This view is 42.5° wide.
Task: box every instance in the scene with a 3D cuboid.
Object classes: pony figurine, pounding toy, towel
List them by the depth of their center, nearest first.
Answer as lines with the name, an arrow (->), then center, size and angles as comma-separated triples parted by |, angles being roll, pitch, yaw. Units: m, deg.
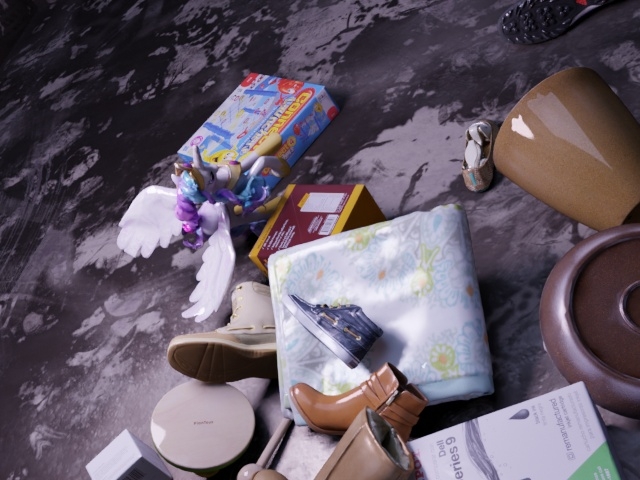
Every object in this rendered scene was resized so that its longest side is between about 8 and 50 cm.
towel -> 0.089, 0.131, 1.390 | 0.375, 0.090, 0.320 | -15, 72, 24
pounding toy -> -0.183, 0.361, 1.470 | 0.237, 0.110, 0.183 | 18, 46, 12
pony figurine -> -0.222, -0.058, 1.707 | 0.303, 0.363, 0.351 | 36, 117, 20

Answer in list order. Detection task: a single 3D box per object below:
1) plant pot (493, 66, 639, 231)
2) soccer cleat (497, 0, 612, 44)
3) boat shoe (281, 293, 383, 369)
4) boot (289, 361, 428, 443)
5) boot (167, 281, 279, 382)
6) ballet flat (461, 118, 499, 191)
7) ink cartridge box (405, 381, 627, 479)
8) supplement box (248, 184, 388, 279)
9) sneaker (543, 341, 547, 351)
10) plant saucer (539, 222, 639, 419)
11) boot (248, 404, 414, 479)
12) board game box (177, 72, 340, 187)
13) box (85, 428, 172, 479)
plant pot -> 0.462, -0.124, 1.387 | 0.237, 0.237, 0.254 | -36, 53, 0
soccer cleat -> 0.541, -0.533, 1.821 | 0.318, 0.108, 0.116 | -26, 20, 14
boat shoe -> 0.019, 0.127, 1.350 | 0.083, 0.065, 0.183 | -46, 57, -7
boot -> 0.060, 0.247, 1.290 | 0.197, 0.073, 0.152 | 36, 109, 10
boot -> -0.164, 0.164, 1.552 | 0.262, 0.095, 0.203 | 1, 35, -17
ballet flat -> 0.319, -0.189, 1.653 | 0.073, 0.067, 0.206 | -14, 44, 26
ink cartridge box -> 0.265, 0.350, 1.120 | 0.289, 0.121, 0.211 | -24, 41, 15
supplement box -> 0.000, 0.000, 1.647 | 0.194, 0.129, 0.191 | 3, 54, 38
sneaker -> 0.455, 0.106, 1.266 | 0.232, 0.090, 0.115 | -51, 49, -6
plant saucer -> 0.476, 0.103, 1.187 | 0.311, 0.050, 0.310 | -6, 63, 11
boot -> 0.010, 0.356, 1.239 | 0.269, 0.089, 0.236 | -57, 39, 18
board game box -> -0.158, -0.272, 2.061 | 0.302, 0.086, 0.308 | 21, 65, 46
box -> -0.350, 0.423, 1.505 | 0.101, 0.102, 0.087 | -43, 42, -8
